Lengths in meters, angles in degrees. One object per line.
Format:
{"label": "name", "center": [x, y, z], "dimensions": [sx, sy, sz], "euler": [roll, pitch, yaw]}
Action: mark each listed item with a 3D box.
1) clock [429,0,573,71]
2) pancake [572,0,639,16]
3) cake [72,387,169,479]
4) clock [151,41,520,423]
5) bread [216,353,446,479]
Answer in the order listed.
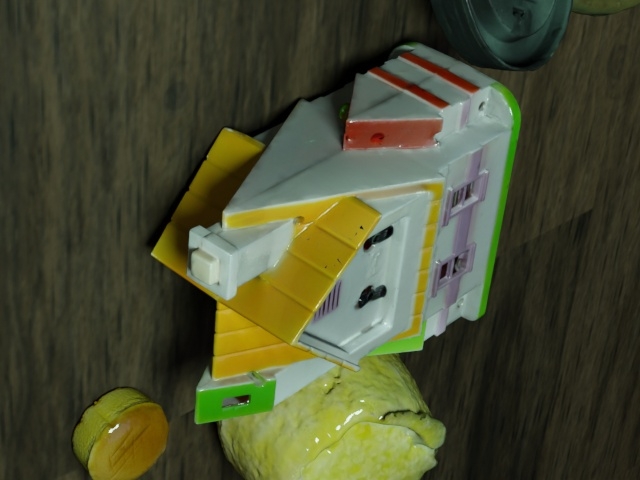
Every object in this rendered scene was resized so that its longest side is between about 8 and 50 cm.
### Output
{"label": "clock", "center": [0.149, -0.229, 1.403], "dimensions": [0.184, 0.040, 0.184], "euler": [-4, 95, -52]}
{"label": "pancake", "center": [0.304, -0.331, 1.548], "dimensions": [0.294, 0.049, 0.294], "euler": [-30, 140, -29]}
{"label": "cake", "center": [-0.166, 0.165, 1.433], "dimensions": [0.084, 0.044, 0.084], "euler": [-27, 136, -30]}
{"label": "clock", "center": [0.000, 0.000, 1.385], "dimensions": [0.309, 0.166, 0.235], "euler": [-30, 139, -41]}
{"label": "bread", "center": [0.009, 0.164, 1.526], "dimensions": [0.197, 0.170, 0.197], "euler": [-19, 133, -22]}
